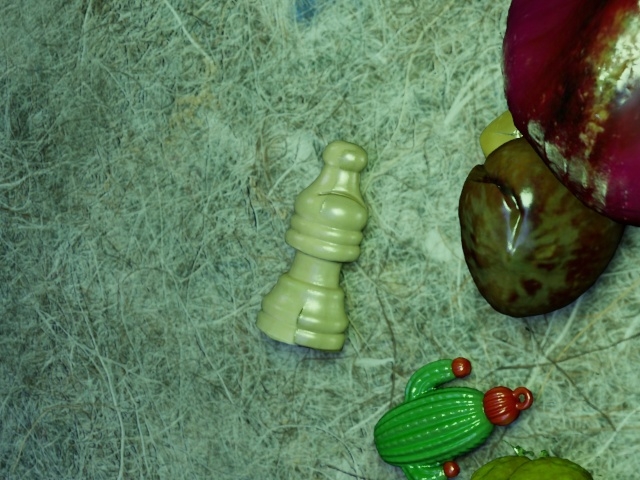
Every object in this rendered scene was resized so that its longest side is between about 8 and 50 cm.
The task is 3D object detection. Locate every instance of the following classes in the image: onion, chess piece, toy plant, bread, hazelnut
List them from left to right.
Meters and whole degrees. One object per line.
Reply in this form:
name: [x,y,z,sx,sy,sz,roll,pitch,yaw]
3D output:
chess piece: [0.000,0.000,1.586,0.139,0.124,0.307,-144,64,-64]
toy plant: [0.179,0.248,1.515,0.240,0.088,0.155,-49,56,20]
bread: [0.265,-0.139,1.424,0.115,0.056,0.082,-32,80,31]
hazelnut: [0.279,-0.016,1.337,0.218,0.218,0.234,4,114,32]
onion: [0.366,-0.228,1.108,0.398,0.420,0.398,-7,67,18]

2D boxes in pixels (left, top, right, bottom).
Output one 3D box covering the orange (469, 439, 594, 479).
orange: [0.276,0.437,1.401,0.300,0.223,0.301,34,114,30]
